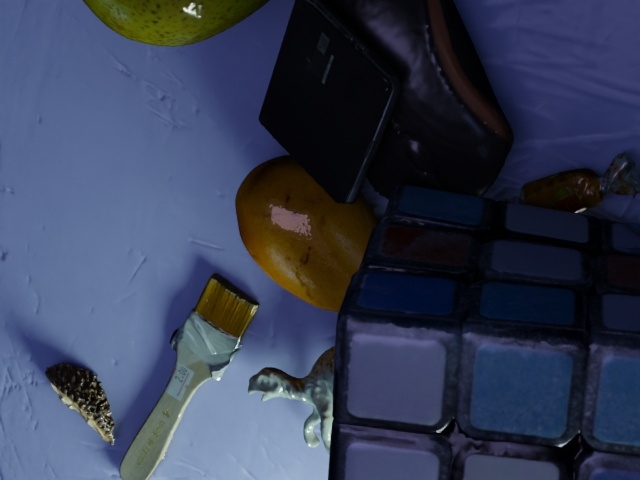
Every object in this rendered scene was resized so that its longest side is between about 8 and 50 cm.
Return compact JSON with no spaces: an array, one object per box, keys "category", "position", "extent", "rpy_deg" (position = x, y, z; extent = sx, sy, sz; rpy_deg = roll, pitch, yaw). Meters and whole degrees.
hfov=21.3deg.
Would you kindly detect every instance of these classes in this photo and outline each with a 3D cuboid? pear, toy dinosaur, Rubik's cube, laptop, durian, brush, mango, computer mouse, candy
[{"category":"pear","position":[-0.149,-0.342,1.766],"extent":[0.294,0.294,0.294],"rpy_deg":[9,112,22]},{"category":"toy dinosaur","position":[0.100,0.203,1.958],"extent":[0.393,0.092,0.205],"rpy_deg":[-16,96,31]},{"category":"Rubik's cube","position":[0.194,0.173,1.692],"extent":[0.363,0.359,0.362],"rpy_deg":[9,114,4]},{"category":"laptop","position":[0.006,-0.145,1.786],"extent":[0.154,0.026,0.207],"rpy_deg":[48,146,19]},{"category":"durian","position":[-0.304,0.207,2.159],"extent":[0.130,0.052,0.066],"rpy_deg":[46,123,2]},{"category":"brush","position":[-0.174,0.187,2.110],"extent":[0.085,0.020,0.336],"rpy_deg":[34,119,10]},{"category":"mango","position":[0.000,0.000,1.908],"extent":[0.219,0.112,0.145],"rpy_deg":[44,114,1]},{"category":"computer mouse","position":[0.081,-0.173,1.807],"extent":[0.183,0.116,0.323],"rpy_deg":[-22,99,36]},{"category":"candy","position":[0.264,-0.050,1.808],"extent":[0.182,0.046,0.053],"rpy_deg":[-18,104,34]}]
